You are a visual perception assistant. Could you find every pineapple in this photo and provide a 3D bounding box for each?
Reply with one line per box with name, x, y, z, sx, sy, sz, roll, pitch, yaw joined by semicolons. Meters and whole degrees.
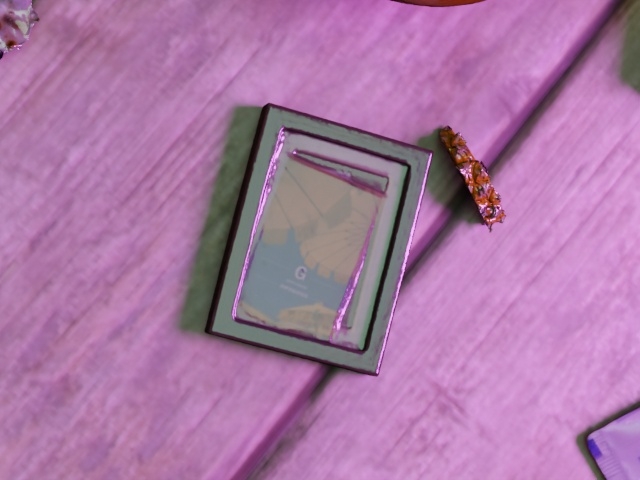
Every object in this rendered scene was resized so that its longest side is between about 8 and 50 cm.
pineapple;0.111;-0.045;1.031;0.019;0.045;0.083;-29;98;-1

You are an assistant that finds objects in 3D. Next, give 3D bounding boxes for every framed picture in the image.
framed picture;0.000;0.000;1.013;0.128;0.023;0.168;15;84;-11

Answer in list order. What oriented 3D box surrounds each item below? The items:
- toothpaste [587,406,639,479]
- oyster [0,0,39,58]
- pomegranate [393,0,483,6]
toothpaste;0.383;0.104;1.071;0.371;0.080;0.125;-32;94;-7
oyster;-0.277;-0.165;0.945;0.166;0.053;0.108;-15;109;-20
pomegranate;0.092;-0.269;0.940;0.270;0.229;0.252;34;101;-16
